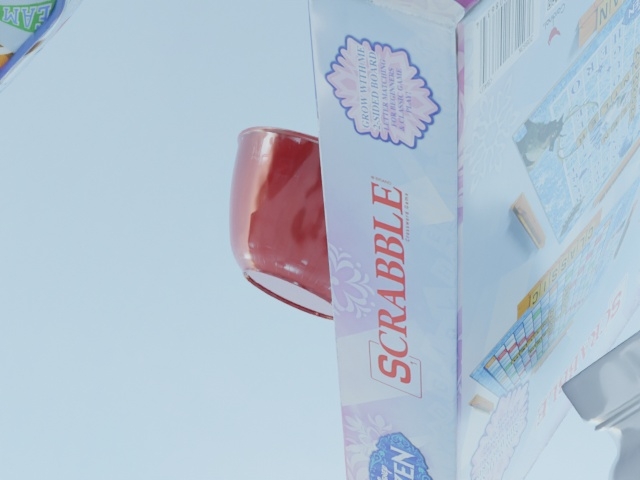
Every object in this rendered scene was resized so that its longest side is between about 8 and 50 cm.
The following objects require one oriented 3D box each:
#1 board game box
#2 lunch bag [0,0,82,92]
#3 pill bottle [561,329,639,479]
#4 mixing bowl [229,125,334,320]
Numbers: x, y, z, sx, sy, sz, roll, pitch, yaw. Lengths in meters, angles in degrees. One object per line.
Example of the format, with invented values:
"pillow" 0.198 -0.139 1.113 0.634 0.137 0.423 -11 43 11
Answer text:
"board game box" 0.114 -0.050 0.649 0.066 0.319 0.318 20 -45 27
"lunch bag" -0.301 -0.207 0.819 0.303 0.115 0.243 40 -48 -18
"pill bottle" 0.212 0.130 0.611 0.121 0.121 0.216 -42 -102 30
"mixing bowl" 0.000 0.000 1.012 0.181 0.098 0.181 23 -13 6
